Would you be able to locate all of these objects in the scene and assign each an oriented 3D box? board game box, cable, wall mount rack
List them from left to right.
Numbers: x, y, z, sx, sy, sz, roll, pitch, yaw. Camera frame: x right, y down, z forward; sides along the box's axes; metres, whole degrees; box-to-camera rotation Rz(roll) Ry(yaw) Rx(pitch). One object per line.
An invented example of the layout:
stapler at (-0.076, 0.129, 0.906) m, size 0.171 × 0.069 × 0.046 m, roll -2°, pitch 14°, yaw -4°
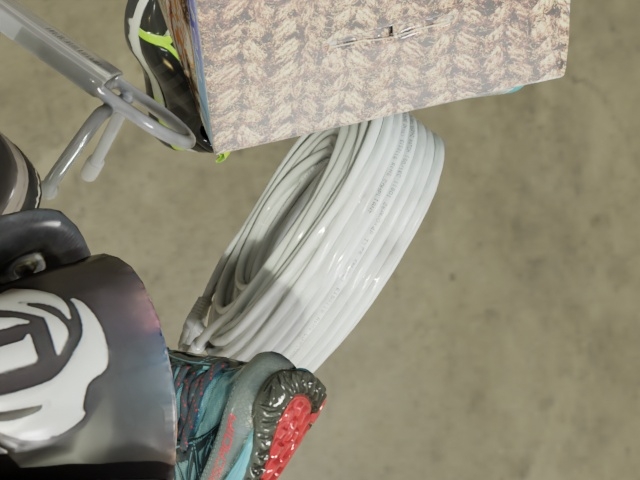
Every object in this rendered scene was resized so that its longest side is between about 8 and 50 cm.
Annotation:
wall mount rack at (-0.282, -0.148, 1.502) m, size 0.350 × 0.304 × 0.130 m, roll 35°, pitch 97°, yaw -4°
cable at (0.000, 0.000, 1.339) m, size 0.089 × 0.257 × 0.257 m, roll 33°, pitch 70°, yaw -13°
board game box at (0.002, -0.221, 1.078) m, size 0.232 × 0.291 × 0.141 m, roll -13°, pitch 136°, yaw -9°

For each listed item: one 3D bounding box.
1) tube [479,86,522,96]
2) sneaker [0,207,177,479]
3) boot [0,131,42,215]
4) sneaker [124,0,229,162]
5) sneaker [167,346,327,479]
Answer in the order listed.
tube at (0.086, -0.125, 1.243) m, size 0.207 × 0.080 × 0.052 m, roll -16°, pitch 71°, yaw -53°
sneaker at (-0.124, 0.019, 0.296) m, size 0.180 × 0.124 × 0.321 m, roll -22°, pitch 141°, yaw -7°
boot at (-0.291, 0.080, 1.285) m, size 0.284 × 0.377 × 0.138 m, roll 23°, pitch 25°, yaw -55°
sneaker at (-0.129, -0.179, 1.719) m, size 0.084 × 0.097 × 0.235 m, roll -53°, pitch 149°, yaw -32°
sneaker at (-0.089, 0.117, 1.010) m, size 0.125 × 0.262 × 0.104 m, roll 37°, pitch 61°, yaw -3°
